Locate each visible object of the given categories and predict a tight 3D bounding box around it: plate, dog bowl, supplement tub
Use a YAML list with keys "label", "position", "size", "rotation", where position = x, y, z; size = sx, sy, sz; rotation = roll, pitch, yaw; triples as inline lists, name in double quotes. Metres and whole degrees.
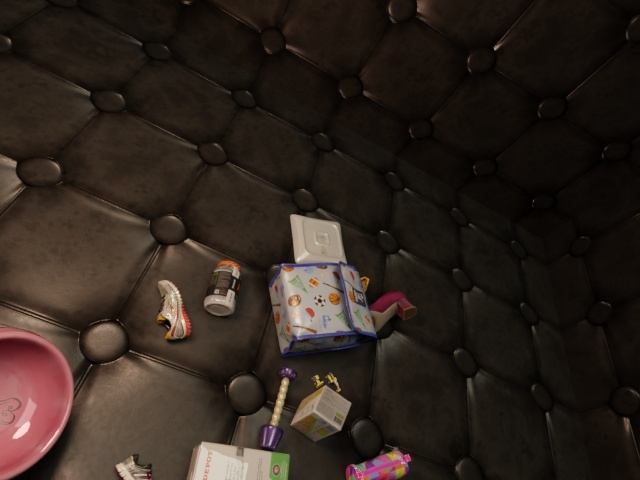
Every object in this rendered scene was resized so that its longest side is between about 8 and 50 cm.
- label: "plate"
  position: [0.000, 0.000, 1.992]
  size: [0.277, 0.045, 0.278]
  rotation: [10, 54, -27]
- label: "dog bowl"
  position: [-0.795, 0.394, 1.002]
  size: [0.408, 0.150, 0.407]
  rotation: [36, 49, -55]
- label: "supplement tub"
  position: [-0.365, 0.179, 1.587]
  size: [0.117, 0.117, 0.190]
  rotation: [21, 51, -18]

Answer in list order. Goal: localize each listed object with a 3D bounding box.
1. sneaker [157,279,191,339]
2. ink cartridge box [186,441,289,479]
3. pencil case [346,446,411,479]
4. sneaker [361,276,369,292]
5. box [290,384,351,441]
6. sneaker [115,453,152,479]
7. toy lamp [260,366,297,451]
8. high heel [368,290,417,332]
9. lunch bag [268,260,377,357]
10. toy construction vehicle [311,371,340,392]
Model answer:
- label: "sneaker"
  position: [-0.528, 0.240, 1.462]
  size: [0.093, 0.088, 0.225]
  rotation: [-12, 66, -36]
- label: "ink cartridge box"
  position: [-0.253, 0.740, 1.249]
  size: [0.289, 0.121, 0.211]
  rotation: [20, 50, -19]
- label: "pencil case"
  position: [0.207, 0.821, 1.495]
  size: [0.236, 0.104, 0.104]
  rotation: [-2, 60, -32]
- label: "sneaker"
  position: [0.176, 0.235, 1.917]
  size: [0.064, 0.067, 0.175]
  rotation: [31, 49, -11]
- label: "box"
  position: [-0.003, 0.602, 1.449]
  size: [0.114, 0.203, 0.103]
  rotation: [36, 46, -3]
- label: "sneaker"
  position: [-0.497, 0.676, 1.185]
  size: [0.170, 0.063, 0.075]
  rotation: [42, 52, 8]
- label: "toy lamp"
  position: [-0.146, 0.586, 1.461]
  size: [0.080, 0.080, 0.274]
  rotation: [29, 46, -11]
- label: "high heel"
  position: [0.239, 0.319, 1.906]
  size: [0.377, 0.127, 0.181]
  rotation: [-5, 23, -25]
- label: "lunch bag"
  position: [0.023, 0.262, 1.674]
  size: [0.386, 0.239, 0.327]
  rotation: [2, 58, -25]
- label: "toy construction vehicle"
  position: [0.025, 0.553, 1.616]
  size: [0.086, 0.035, 0.098]
  rotation: [-15, 68, -38]
